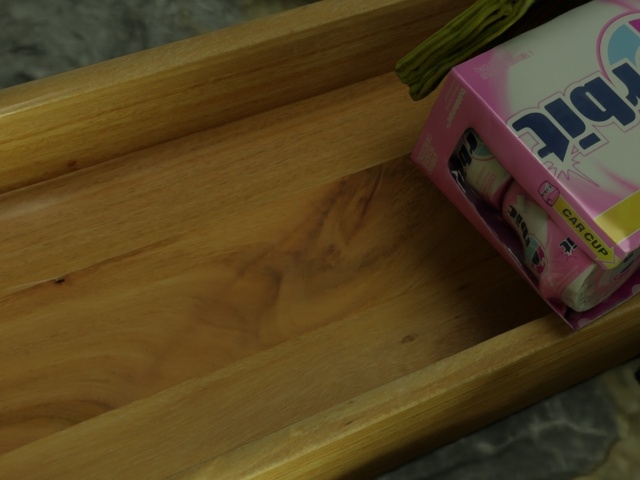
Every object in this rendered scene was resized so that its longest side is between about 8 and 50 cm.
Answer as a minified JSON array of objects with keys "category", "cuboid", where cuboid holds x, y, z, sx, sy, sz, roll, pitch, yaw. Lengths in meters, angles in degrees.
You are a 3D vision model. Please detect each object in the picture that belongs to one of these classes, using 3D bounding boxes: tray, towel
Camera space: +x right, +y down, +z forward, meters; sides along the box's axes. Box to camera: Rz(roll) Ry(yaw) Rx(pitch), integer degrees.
[{"category":"tray","cuboid":[0.000,0.000,0.710,0.411,0.076,0.203,-20,62,-29]},{"category":"towel","cuboid":[0.147,-0.128,0.742,0.237,0.102,0.021,-27,88,-32]}]

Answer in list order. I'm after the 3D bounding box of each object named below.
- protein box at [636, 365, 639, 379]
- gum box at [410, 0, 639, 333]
[{"category":"protein box","cuboid":[0.274,0.058,0.666,0.136,0.201,0.200,-20,63,-29]},{"category":"gum box","cuboid":[0.140,-0.048,0.701,0.188,0.062,0.107,-28,66,-32]}]
